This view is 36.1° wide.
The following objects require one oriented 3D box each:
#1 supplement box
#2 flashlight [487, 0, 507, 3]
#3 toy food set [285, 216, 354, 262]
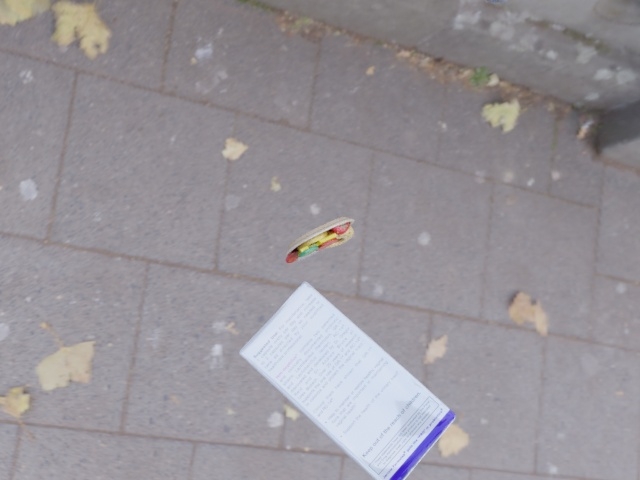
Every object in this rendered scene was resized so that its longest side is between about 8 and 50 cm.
[{"bbox_3d":[0.029,0.163,1.090,0.220,0.111,0.114,40,83,8],"label":"supplement box"},{"bbox_3d":[0.122,-0.342,0.971,0.304,0.103,0.103,22,78,-54],"label":"flashlight"},{"bbox_3d":[0.000,0.000,1.038,0.083,0.083,0.020,-26,84,-10],"label":"toy food set"}]
